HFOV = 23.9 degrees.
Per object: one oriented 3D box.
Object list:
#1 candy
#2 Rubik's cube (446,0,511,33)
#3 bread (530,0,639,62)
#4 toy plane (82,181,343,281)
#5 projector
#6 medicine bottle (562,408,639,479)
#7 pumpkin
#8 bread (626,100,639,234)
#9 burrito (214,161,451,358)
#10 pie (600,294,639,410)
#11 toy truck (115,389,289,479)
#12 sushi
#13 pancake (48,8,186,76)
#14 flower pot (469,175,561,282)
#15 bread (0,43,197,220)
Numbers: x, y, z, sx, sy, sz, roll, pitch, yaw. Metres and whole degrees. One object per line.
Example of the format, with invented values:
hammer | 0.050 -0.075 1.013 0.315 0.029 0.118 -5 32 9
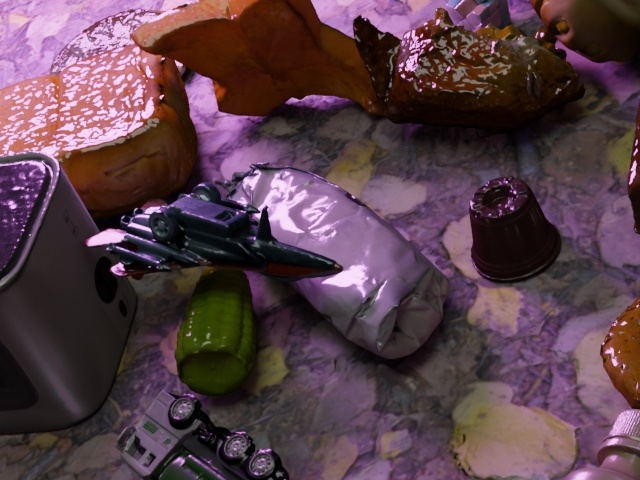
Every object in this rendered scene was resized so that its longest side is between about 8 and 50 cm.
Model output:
candy | -0.122 0.095 1.827 0.097 0.096 0.209 -14 35 12
Rubik's cube | 0.216 -0.321 2.099 0.073 0.084 0.075 26 45 37
bread | 0.335 -0.312 1.955 0.105 0.213 0.213 -48 34 25
toy plane | -0.115 -0.003 1.791 0.326 0.104 0.223 3 25 34
projector | -0.400 0.067 1.870 0.248 0.249 0.248 -6 45 20
medicine bottle | 0.267 0.274 1.428 0.114 0.114 0.252 9 52 33
pumpkin | -0.068 -0.247 2.051 0.258 0.290 0.095 -18 48 31
bread | 0.466 -0.181 1.805 0.165 0.113 0.416 -2 45 22
burrito | 0.000 0.000 1.855 0.139 0.101 0.445 -38 42 -11
pie | 0.427 0.107 1.557 0.273 0.069 0.273 -13 43 12
toy truck | -0.111 0.265 1.639 0.242 0.101 0.125 29 76 40
sushi | 0.195 -0.225 1.961 0.296 0.167 0.179 4 72 38
pancake | -0.300 -0.277 2.340 0.254 0.037 0.253 -13 43 13
flower pot | 0.219 -0.019 1.775 0.111 0.089 0.111 -14 43 13
bread | -0.335 -0.126 2.088 0.328 0.148 0.337 -20 29 1
